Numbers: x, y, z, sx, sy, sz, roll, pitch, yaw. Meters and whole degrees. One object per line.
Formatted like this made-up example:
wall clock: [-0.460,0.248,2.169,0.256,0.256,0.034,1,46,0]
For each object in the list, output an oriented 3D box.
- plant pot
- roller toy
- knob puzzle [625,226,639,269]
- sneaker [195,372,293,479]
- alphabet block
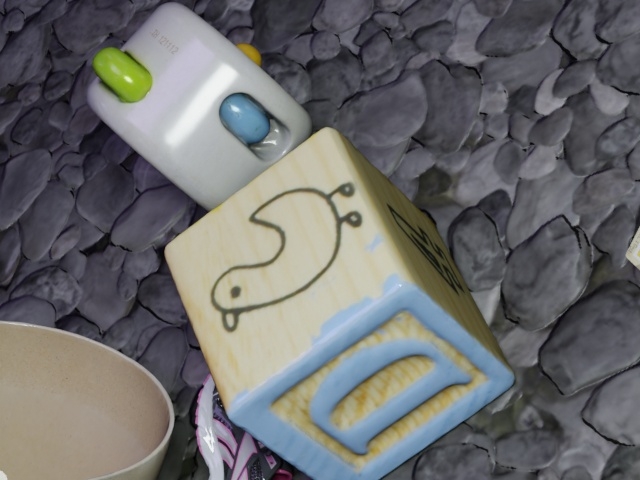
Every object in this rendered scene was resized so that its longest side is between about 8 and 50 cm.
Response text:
plant pot: [-0.285,0.219,1.669,0.284,0.284,0.191,36,123,44]
roller toy: [-0.110,-0.127,1.789,0.191,0.209,0.146,41,90,5]
knob puzzle: [0.329,0.011,1.412,0.213,0.213,0.030,19,30,38]
sneaker: [-0.060,0.194,1.641,0.077,0.072,0.178,-12,63,16]
alphabet block: [0.014,0.062,1.575,0.192,0.193,0.197,-36,47,10]
